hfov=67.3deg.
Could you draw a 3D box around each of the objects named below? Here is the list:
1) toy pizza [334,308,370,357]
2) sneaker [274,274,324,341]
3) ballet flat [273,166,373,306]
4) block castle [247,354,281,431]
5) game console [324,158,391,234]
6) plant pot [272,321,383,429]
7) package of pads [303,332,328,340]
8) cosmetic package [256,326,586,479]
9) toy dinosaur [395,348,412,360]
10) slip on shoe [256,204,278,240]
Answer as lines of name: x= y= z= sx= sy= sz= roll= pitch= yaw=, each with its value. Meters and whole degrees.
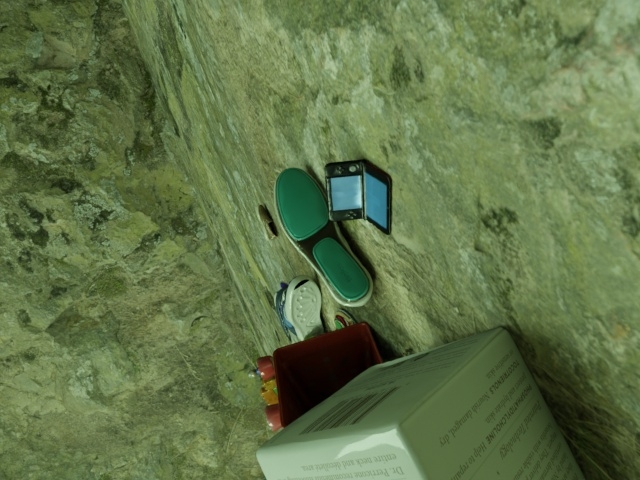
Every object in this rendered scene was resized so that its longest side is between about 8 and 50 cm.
toy pizza: x=0.087 y=0.299 z=1.420 sx=0.201 sy=0.032 sz=0.201 roll=52 pitch=155 yaw=36
sneaker: x=-0.102 y=0.190 z=1.632 sx=0.236 sy=0.130 sz=0.323 roll=42 pitch=154 yaw=41
ballet flat: x=0.000 y=0.000 z=1.211 sx=0.400 sy=0.139 sz=0.139 roll=59 pitch=158 yaw=19
block castle: x=-0.099 y=0.644 z=1.806 sx=0.303 sy=0.212 sz=0.453 roll=-112 pitch=-1 yaw=-50
game console: x=0.075 y=-0.082 z=0.976 sx=0.085 sy=0.124 sz=0.144 roll=-96 pitch=0 yaw=-52
plant pot: x=0.047 y=0.414 z=1.235 sx=0.267 sy=0.267 sz=0.236 roll=-109 pitch=2 yaw=-61
package of pads: x=0.028 y=0.482 z=1.608 sx=0.229 sy=0.101 sz=0.297 roll=-119 pitch=16 yaw=-53
cosmetic package: x=0.177 y=0.405 z=0.737 sx=0.329 sy=0.327 sz=0.394 roll=-32 pitch=81 yaw=43
toy dinosaur: x=0.202 y=0.303 z=1.107 sx=0.183 sy=0.053 sz=0.093 roll=22 pitch=133 yaw=62
slip on shoe: x=-0.190 y=-0.066 z=1.716 sx=0.041 sy=0.051 sz=0.135 roll=-18 pitch=86 yaw=30
